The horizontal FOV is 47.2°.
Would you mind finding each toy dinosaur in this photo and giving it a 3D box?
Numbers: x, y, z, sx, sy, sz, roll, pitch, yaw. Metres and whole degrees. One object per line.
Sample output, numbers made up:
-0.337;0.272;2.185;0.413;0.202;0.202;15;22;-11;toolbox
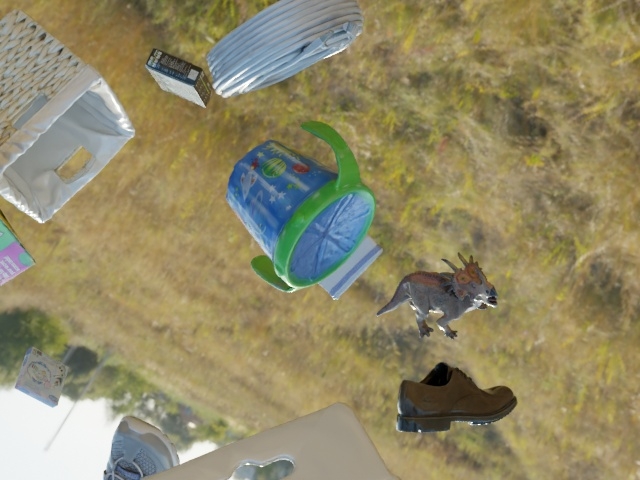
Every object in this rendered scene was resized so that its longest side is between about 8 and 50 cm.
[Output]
0.269;0.114;1.667;0.295;0.127;0.200;2;134;23;toy dinosaur

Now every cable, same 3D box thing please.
-0.056;-0.303;1.124;0.089;0.257;0.257;64;-164;-9;cable

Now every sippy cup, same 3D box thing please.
-0.052;-0.067;1.387;0.224;0.305;0.240;42;-178;26;sippy cup

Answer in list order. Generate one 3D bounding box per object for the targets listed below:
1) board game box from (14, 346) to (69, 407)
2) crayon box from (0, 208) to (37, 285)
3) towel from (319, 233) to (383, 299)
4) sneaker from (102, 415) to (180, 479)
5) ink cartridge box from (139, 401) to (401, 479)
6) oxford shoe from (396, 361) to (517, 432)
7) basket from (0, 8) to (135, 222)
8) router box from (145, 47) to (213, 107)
-0.543;0.267;1.430;0.020;0.090;0.090;-28;129;25;board game box
-0.665;-0.123;1.253;0.313;0.106;0.363;46;162;23;crayon box
0.000;0.000;1.911;0.285;0.034;0.209;43;117;-2;towel
-0.284;0.388;1.094;0.105;0.115;0.281;18;120;13;sneaker
0.007;0.299;0.468;0.119;0.207;0.353;89;156;-44;ink cartridge box
0.214;0.232;1.113;0.227;0.096;0.083;3;171;-35;oxford shoe
-0.645;-0.269;1.636;0.266;0.328;0.331;41;169;7;basket
-0.243;-0.281;1.273;0.092;0.038;0.122;23;174;3;router box
